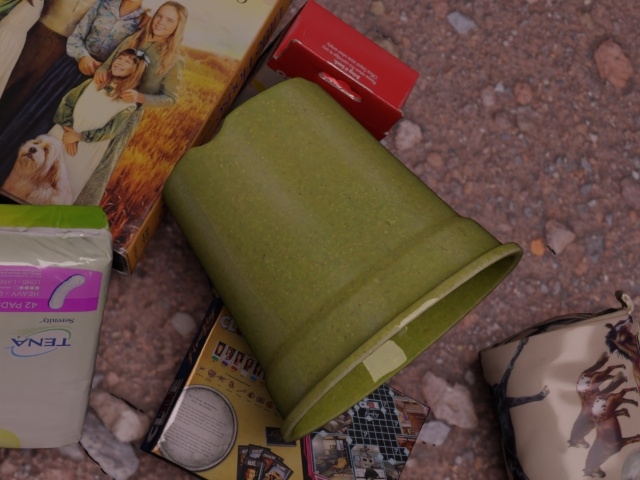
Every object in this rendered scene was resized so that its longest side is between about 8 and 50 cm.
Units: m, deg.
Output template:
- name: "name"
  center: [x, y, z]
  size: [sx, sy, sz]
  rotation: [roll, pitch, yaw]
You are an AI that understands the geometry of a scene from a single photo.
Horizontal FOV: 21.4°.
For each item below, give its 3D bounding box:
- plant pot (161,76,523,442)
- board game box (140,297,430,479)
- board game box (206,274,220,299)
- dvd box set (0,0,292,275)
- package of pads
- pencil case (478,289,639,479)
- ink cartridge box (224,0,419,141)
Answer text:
- name: "plant pot"
  center: [0.000, 0.000, 1.541]
  size: [0.276, 0.276, 0.254]
  rotation: [-33, 78, -23]
- name: "board game box"
  center: [-0.031, 0.182, 1.645]
  size: [0.243, 0.042, 0.165]
  rotation: [30, 78, -18]
- name: "board game box"
  center: [-0.042, 0.042, 1.707]
  size: [0.136, 0.035, 0.201]
  rotation: [-13, 82, -21]
- name: "dvd box set"
  center: [-0.217, -0.211, 1.649]
  size: [0.307, 0.062, 0.420]
  rotation: [27, 69, 7]
- name: "package of pads"
  center: [-0.342, 0.080, 1.495]
  size: [0.296, 0.229, 0.101]
  rotation: [1, 36, -18]
- name: "pencil case"
  center: [0.287, 0.262, 1.700]
  size: [0.183, 0.160, 0.410]
  rotation: [-12, 81, -13]
- name: "ink cartridge box"
  center: [0.005, -0.149, 1.664]
  size: [0.134, 0.231, 0.078]
  rotation: [33, 68, -9]
